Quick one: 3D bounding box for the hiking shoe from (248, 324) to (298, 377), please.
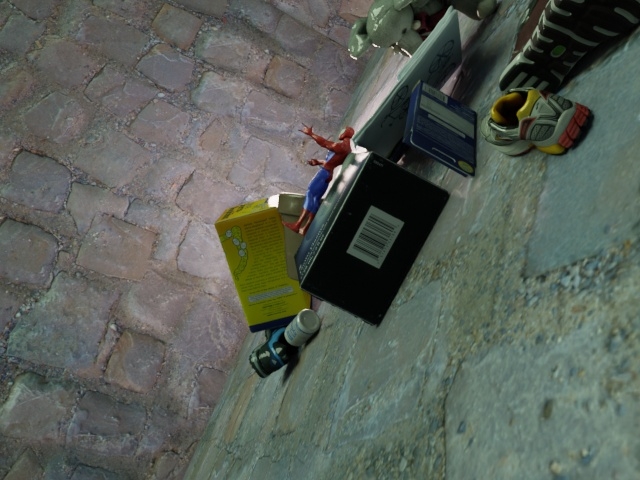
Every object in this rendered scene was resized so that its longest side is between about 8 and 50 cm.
[{"bbox_3d":[-0.104,0.299,1.602,0.132,0.113,0.304,-25,19,22],"label":"hiking shoe"}]

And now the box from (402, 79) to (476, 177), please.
[{"bbox_3d":[0.224,-0.202,0.972,0.036,0.136,0.225,-54,13,43],"label":"box"}]

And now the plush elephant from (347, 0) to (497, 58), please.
[{"bbox_3d":[0.221,-0.540,1.298,0.255,0.330,0.272,-57,12,-31],"label":"plush elephant"}]

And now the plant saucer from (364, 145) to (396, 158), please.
[{"bbox_3d":[0.188,-0.292,1.437,0.241,0.037,0.241,-50,-14,-18],"label":"plant saucer"}]

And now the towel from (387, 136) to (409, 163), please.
[{"bbox_3d":[0.211,-0.236,1.470,0.119,0.029,0.067,-59,6,32],"label":"towel"}]

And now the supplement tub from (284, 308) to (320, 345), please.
[{"bbox_3d":[-0.050,0.244,1.462,0.107,0.071,0.071,-53,14,47],"label":"supplement tub"}]

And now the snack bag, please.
[{"bbox_3d":[0.210,-0.338,1.227,0.342,0.037,0.323,-52,-12,12],"label":"snack bag"}]

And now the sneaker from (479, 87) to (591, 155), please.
[{"bbox_3d":[0.279,-0.178,0.741,0.088,0.093,0.225,-63,9,4],"label":"sneaker"}]

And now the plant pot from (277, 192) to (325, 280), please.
[{"bbox_3d":[0.000,0.000,1.429,0.263,0.263,0.229,-163,82,-81],"label":"plant pot"}]

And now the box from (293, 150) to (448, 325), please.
[{"bbox_3d":[0.085,-0.023,1.119,0.296,0.183,0.294,-62,8,6],"label":"box"}]

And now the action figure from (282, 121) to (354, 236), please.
[{"bbox_3d":[-0.023,-0.164,1.264,0.280,0.139,0.091,-58,-23,3],"label":"action figure"}]

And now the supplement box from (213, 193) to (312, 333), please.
[{"bbox_3d":[-0.164,0.066,1.603,0.194,0.195,0.356,-90,-16,-75],"label":"supplement box"}]

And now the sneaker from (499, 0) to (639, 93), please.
[{"bbox_3d":[0.347,-0.331,0.716,0.281,0.106,0.162,134,156,-63],"label":"sneaker"}]
